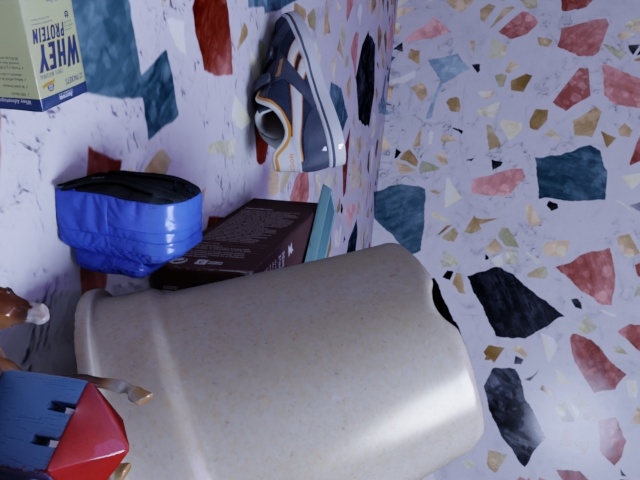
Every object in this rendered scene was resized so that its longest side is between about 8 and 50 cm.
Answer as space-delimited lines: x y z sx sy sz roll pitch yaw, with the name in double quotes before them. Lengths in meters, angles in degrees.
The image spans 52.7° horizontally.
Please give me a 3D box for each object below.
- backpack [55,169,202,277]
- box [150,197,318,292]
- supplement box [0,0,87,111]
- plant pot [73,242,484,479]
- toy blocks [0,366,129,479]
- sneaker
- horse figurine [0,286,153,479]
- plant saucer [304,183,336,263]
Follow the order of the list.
"backpack" -0.174 -0.017 0.626 0.098 0.120 0.101 -58 150 -65
"box" -0.099 0.071 0.958 0.381 0.143 0.191 -54 146 -69
"supplement box" -0.221 -0.140 0.452 0.056 0.083 0.083 -61 154 -59
"plant pot" -0.025 0.153 0.637 0.334 0.306 0.333 160 -90 -82
"toy blocks" -0.204 0.176 0.253 0.190 0.261 0.381 79 20 -50
"sneaker" -0.057 -0.254 1.082 0.126 0.128 0.321 84 -9 -60
"horse figurine" -0.230 0.162 0.429 0.066 0.175 0.263 85 27 -68
"plant saucer" 0.000 0.000 1.025 0.067 0.018 0.192 77 19 -49
